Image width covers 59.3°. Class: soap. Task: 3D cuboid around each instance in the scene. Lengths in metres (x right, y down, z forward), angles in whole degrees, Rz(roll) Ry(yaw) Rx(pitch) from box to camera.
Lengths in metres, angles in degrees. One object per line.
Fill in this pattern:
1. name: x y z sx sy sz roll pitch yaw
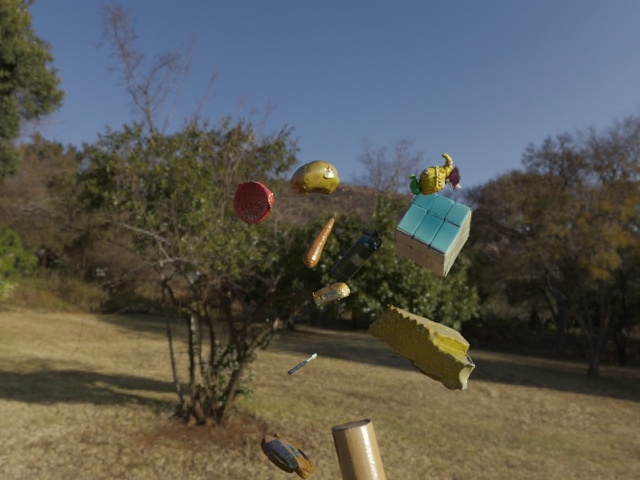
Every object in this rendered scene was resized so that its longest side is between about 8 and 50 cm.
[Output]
1. soap: 0.357 0.382 2.042 0.338 0.169 0.304 21 9 -5

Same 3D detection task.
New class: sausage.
1. sausage: 0.115 0.638 1.567 0.123 0.253 0.123 -12 -14 -3

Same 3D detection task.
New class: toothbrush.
1. toothbrush: -0.076 0.519 2.367 0.019 0.016 0.219 -24 -2 30

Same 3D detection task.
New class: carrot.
1. carrot: 0.000 0.000 1.767 0.048 0.216 0.048 17 -37 14

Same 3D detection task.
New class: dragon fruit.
1. dragon fruit: -0.210 -0.132 1.940 0.153 0.153 0.111 -5 5 29

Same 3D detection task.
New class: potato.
1. potato: -0.021 -0.221 1.990 0.175 0.137 0.137 -4 -8 -7

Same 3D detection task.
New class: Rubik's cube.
1. Rubik's cube: 0.440 -0.032 2.207 0.224 0.231 0.221 27 -19 22

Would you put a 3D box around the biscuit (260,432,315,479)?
1. biscuit: -0.101 0.666 1.749 0.180 0.039 0.236 42 2 35

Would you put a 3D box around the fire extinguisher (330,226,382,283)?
1. fire extinguisher: 0.162 0.053 2.326 0.118 0.093 0.294 24 -57 -26

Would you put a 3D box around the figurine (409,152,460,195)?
1. figurine: 0.348 -0.203 1.739 0.156 0.115 0.095 -12 9 3

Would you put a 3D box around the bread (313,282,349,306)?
1. bread: 0.031 0.160 1.695 0.106 0.053 0.072 -17 -4 21
